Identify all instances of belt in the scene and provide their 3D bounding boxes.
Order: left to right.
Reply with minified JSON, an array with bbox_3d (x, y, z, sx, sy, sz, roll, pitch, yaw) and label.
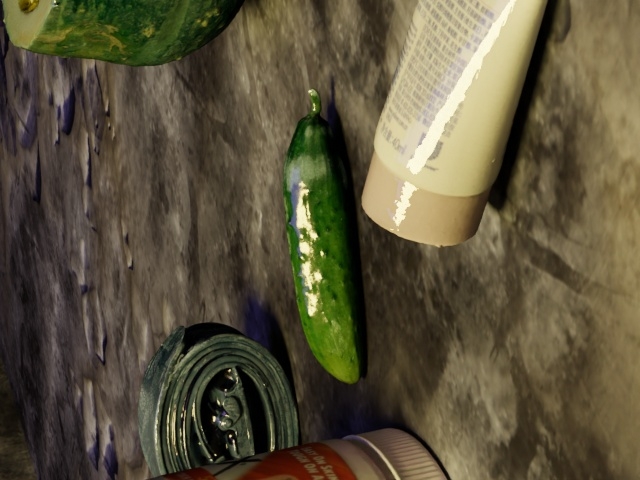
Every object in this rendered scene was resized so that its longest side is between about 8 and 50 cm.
[{"bbox_3d":[-0.095,0.170,1.682,0.082,0.141,0.190,-162,67,-67],"label":"belt"}]

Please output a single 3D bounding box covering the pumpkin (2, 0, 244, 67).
[{"bbox_3d":[-0.153,-0.285,1.552,0.293,0.197,0.263,-113,35,-49],"label":"pumpkin"}]

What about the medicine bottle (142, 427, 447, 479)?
[{"bbox_3d":[-0.025,0.291,1.401,0.252,0.240,0.253,171,90,-70],"label":"medicine bottle"}]

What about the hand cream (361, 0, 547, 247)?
[{"bbox_3d":[0.092,-0.122,1.140,0.133,0.083,0.248,56,139,47],"label":"hand cream"}]

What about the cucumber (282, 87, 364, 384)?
[{"bbox_3d":[0.000,0.000,1.465,0.056,0.056,0.250,-161,62,-68],"label":"cucumber"}]
